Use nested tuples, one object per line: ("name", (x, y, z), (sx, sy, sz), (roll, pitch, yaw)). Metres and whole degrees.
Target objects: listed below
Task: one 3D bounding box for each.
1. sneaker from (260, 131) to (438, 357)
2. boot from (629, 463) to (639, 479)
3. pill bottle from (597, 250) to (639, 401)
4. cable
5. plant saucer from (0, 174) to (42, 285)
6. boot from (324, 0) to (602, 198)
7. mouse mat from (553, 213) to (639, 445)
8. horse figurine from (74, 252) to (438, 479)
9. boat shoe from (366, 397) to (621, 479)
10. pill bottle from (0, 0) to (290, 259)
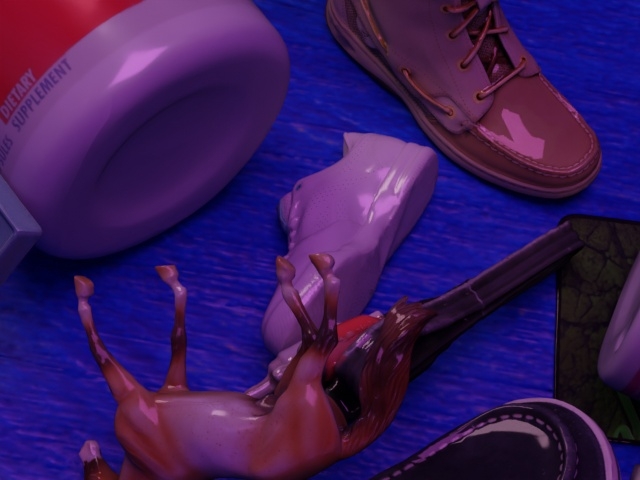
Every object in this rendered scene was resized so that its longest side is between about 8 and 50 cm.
("sneaker", (0.000, 0.000, 1.384), (0.094, 0.080, 0.212), (22, 52, 20))
("boot", (0.307, 0.386, 1.158), (0.367, 0.146, 0.445), (21, 55, 4))
("pill bottle", (0.352, 0.082, 1.312), (0.283, 0.160, 0.160), (24, 60, 2))
("cable", (0.075, 0.042, 1.323), (0.287, 0.139, 0.072), (-36, 78, -24))
("plant saucer", (-0.262, 0.037, 1.278), (0.067, 0.192, 0.018), (50, 25, 21))
("boot", (0.118, -0.163, 1.407), (0.095, 0.203, 0.262), (-38, 71, -25))
("mouse mat", (0.249, 0.067, 1.403), (0.153, 0.007, 0.189), (7, 60, -3))
("horse figurine", (-0.054, 0.099, 1.215), (0.263, 0.066, 0.174), (-6, 91, 19))
("boat shoe", (-0.005, 0.247, 1.160), (0.500, 0.156, 0.187), (-36, 40, -22))
("pill bottle", (-0.226, -0.201, 1.377), (0.229, 0.229, 0.407), (-32, 68, -22))
